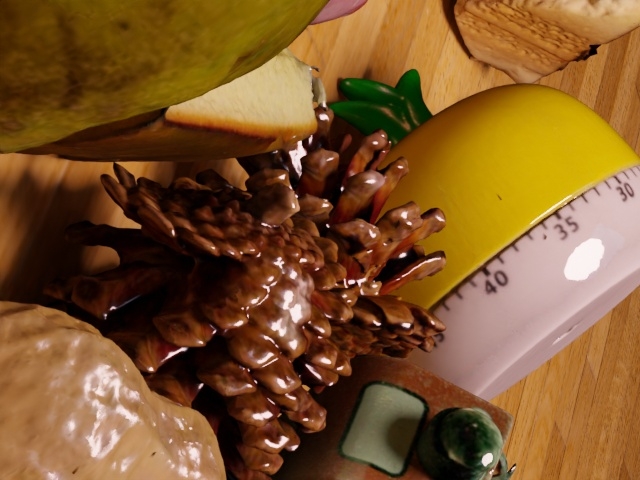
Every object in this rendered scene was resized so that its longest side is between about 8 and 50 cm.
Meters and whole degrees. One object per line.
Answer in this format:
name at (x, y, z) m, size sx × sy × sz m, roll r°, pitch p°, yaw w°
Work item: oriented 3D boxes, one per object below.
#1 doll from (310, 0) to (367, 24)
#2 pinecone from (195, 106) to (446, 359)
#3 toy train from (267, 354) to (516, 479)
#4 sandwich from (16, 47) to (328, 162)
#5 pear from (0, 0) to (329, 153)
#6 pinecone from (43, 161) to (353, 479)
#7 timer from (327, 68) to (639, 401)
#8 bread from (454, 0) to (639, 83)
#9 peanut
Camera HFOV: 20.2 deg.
doll at (0.000, -0.274, 1.204) m, size 0.196 × 0.152 × 0.256 m, roll -20°, pitch 116°, yaw -50°
pinecone at (-0.002, 0.003, 1.198) m, size 0.150 × 0.179 × 0.195 m, roll -27°, pitch 95°, yaw -42°
toy train at (0.018, 0.196, 1.175) m, size 0.326 × 0.159 × 0.129 m, roll 115°, pitch -1°, yaw -49°
sandwich at (-0.092, -0.103, 1.048) m, size 0.235 × 0.128 × 0.122 m, roll 10°, pitch 80°, yaw -70°
pear at (-0.102, -0.246, 0.776) m, size 0.352 × 0.352 × 0.413 m, roll -28°, pitch 120°, yaw -63°
pinecone at (-0.076, 0.065, 1.043) m, size 0.185 × 0.168 × 0.212 m, roll 19°, pitch 83°, yaw -23°
timer at (0.110, -0.031, 1.415) m, size 0.285 × 0.285 × 0.285 m, roll 3°, pitch 90°, yaw -66°
bread at (0.237, -0.242, 1.679) m, size 0.211 × 0.224 × 0.184 m, roll 66°, pitch 40°, yaw -59°
peanut at (-0.156, 0.124, 0.891) m, size 0.196 × 0.110 × 0.233 m, roll -38°, pitch 140°, yaw -3°
